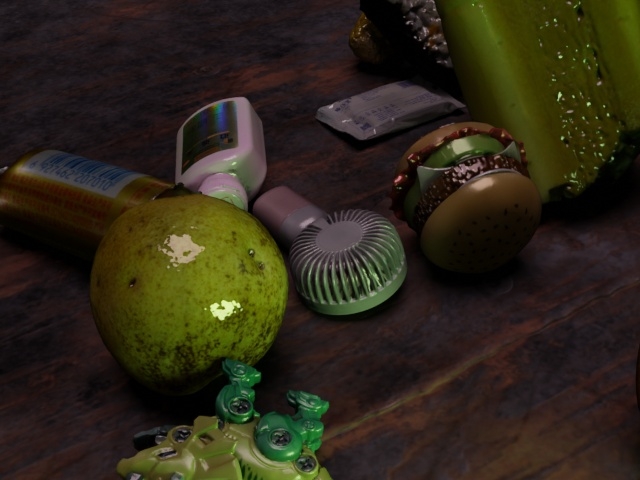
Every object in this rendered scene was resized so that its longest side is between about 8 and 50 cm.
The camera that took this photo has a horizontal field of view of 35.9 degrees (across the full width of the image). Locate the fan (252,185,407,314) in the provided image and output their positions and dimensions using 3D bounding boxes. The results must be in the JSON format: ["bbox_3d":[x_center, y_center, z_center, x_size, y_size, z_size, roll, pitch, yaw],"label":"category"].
[{"bbox_3d":[0.000,0.000,1.150,0.130,0.074,0.244,-31,38,-17],"label":"fan"}]

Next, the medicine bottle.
[{"bbox_3d":[-0.129,-0.097,1.272,0.115,0.078,0.219,-25,34,11],"label":"medicine bottle"}]

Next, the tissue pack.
[{"bbox_3d":[0.100,-0.194,1.439,0.193,0.026,0.122,-22,39,-23],"label":"tissue pack"}]

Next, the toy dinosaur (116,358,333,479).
[{"bbox_3d":[-0.037,0.197,0.867,0.259,0.094,0.153,14,39,10],"label":"toy dinosaur"}]

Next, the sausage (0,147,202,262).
[{"bbox_3d":[-0.298,-0.040,1.193,0.317,0.125,0.117,16,-4,30],"label":"sausage"}]

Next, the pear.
[{"bbox_3d":[-0.129,0.058,0.980,0.197,0.197,0.197,-2,36,2],"label":"pear"}]

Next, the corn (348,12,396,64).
[{"bbox_3d":[0.122,-0.367,1.619,0.097,0.097,0.262,13,40,21],"label":"corn"}]

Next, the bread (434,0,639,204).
[{"bbox_3d":[0.285,-0.252,1.228,0.251,0.377,0.208,-20,7,6],"label":"bread"}]

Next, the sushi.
[{"bbox_3d":[0.153,-0.342,1.471,0.136,0.225,0.126,-38,13,-6],"label":"sushi"}]

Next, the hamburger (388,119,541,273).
[{"bbox_3d":[0.174,-0.040,1.117,0.175,0.175,0.137,-13,50,-13],"label":"hamburger"}]

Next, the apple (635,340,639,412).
[{"bbox_3d":[0.373,0.116,0.834,0.187,0.211,0.211,-1,36,1],"label":"apple"}]
